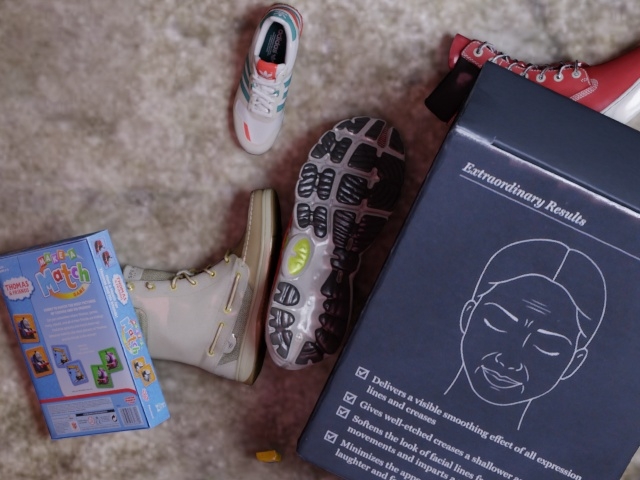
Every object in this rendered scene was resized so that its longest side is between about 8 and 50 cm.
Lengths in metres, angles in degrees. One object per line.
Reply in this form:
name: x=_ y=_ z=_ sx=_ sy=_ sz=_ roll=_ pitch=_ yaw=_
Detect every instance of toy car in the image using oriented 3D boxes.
toy car: x=-0.087 y=0.277 z=1.932 sx=0.122 sy=0.040 sz=0.060 roll=-26 pitch=68 yaw=14

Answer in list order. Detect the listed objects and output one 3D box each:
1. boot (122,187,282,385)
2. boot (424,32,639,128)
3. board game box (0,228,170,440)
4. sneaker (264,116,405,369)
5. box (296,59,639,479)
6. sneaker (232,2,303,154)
boot: x=-0.129 y=0.038 z=1.882 sx=0.165 sy=0.077 sz=0.213 roll=11 pitch=102 yaw=7
boot: x=0.232 y=-0.172 z=1.798 sx=0.244 sy=0.088 sz=0.176 roll=-38 pitch=92 yaw=15
board game box: x=-0.258 y=0.103 z=1.889 sx=0.160 sy=0.039 sz=0.211 roll=-11 pitch=101 yaw=40
sneaker: x=0.000 y=0.000 z=1.845 sx=0.107 sy=0.118 sz=0.279 roll=24 pitch=80 yaw=-8
box: x=0.196 y=0.077 z=1.736 sx=0.294 sy=0.212 sz=0.395 roll=26 pitch=117 yaw=2
sneaker: x=-0.060 y=-0.166 z=1.836 sx=0.057 sy=0.075 sz=0.161 roll=16 pitch=101 yaw=4
